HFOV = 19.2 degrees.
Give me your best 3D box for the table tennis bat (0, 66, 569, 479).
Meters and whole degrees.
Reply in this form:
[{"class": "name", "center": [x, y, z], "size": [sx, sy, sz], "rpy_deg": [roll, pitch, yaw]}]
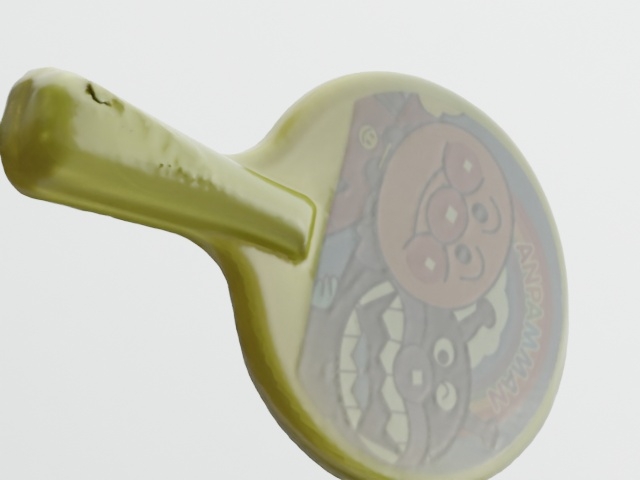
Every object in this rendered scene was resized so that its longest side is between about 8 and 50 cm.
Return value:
[{"class": "table tennis bat", "center": [0.000, 0.000, 0.964], "size": [0.369, 0.224, 0.054], "rpy_deg": [25, -21, -34]}]
